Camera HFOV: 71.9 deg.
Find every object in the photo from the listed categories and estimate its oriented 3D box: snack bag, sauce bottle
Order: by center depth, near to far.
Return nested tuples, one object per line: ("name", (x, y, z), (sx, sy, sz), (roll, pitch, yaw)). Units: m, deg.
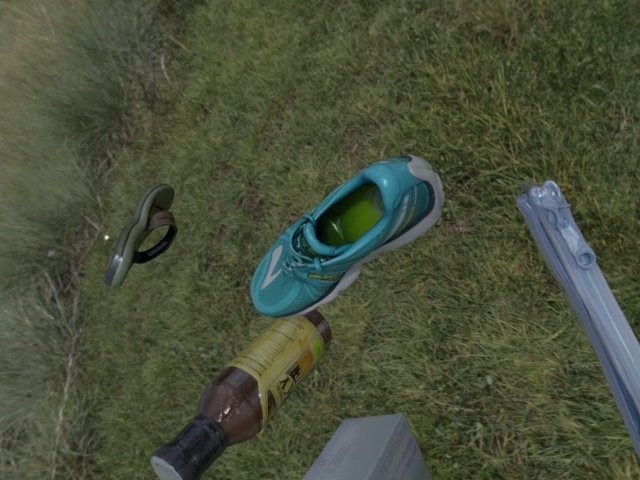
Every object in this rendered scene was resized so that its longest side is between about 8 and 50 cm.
("snack bag", (0.282, 0.087, 0.455), (0.037, 0.342, 0.323), (-26, 87, 23))
("sauce bottle", (-0.109, 0.235, 0.698), (0.111, 0.344, 0.112), (19, 127, 27))

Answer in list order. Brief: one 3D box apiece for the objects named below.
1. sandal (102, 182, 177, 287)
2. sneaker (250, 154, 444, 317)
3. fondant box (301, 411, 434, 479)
("sandal", (-0.327, -0.006, 0.848), (0.303, 0.086, 0.120), (-95, 27, -57))
("sneaker", (0.000, 0.000, 0.475), (0.275, 0.109, 0.107), (-41, 72, 34))
("fondant box", (0.076, 0.395, 0.460), (0.096, 0.238, 0.331), (-21, 95, 33))
